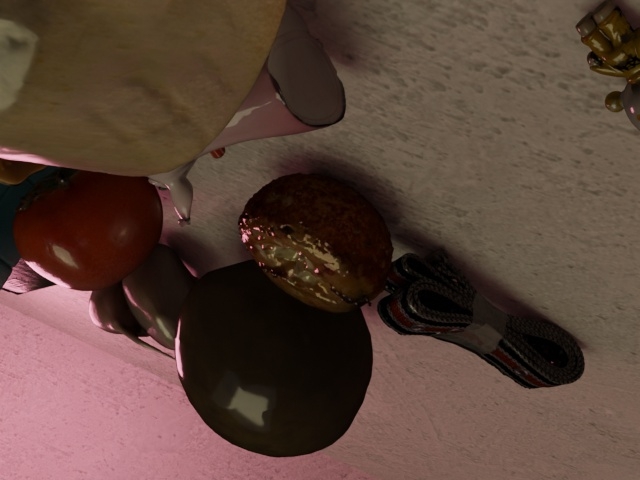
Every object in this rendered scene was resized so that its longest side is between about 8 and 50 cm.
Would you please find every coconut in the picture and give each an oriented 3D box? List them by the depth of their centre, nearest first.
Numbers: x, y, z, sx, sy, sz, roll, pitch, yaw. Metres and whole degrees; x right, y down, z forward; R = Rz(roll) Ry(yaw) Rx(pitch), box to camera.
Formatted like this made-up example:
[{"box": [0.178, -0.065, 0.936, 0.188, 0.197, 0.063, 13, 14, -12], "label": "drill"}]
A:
[{"box": [-0.212, -0.249, 0.715, 0.345, 0.415, 0.415, -22, 130, 37], "label": "coconut"}]

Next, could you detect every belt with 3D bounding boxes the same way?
[{"box": [0.247, 0.134, 1.291, 0.360, 0.126, 0.094, 29, 145, -17], "label": "belt"}]

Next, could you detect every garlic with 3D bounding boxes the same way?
[{"box": [-0.353, 0.150, 1.712, 0.245, 0.232, 0.340, 62, -178, -27], "label": "garlic"}]

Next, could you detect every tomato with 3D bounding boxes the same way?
[{"box": [-0.402, -0.033, 1.464, 0.256, 0.256, 0.224, -6, 125, 51], "label": "tomato"}]

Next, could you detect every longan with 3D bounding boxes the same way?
[{"box": [-0.082, 0.192, 1.480, 0.404, 0.336, 0.404, 45, -179, -1], "label": "longan"}]

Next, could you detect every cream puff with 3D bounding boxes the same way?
[{"box": [0.001, 0.000, 1.225, 0.240, 0.164, 0.240, 24, 145, 19], "label": "cream puff"}]

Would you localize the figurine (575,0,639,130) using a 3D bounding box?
[{"box": [0.291, -0.150, 0.744, 0.101, 0.068, 0.143, -5, 125, 39], "label": "figurine"}]

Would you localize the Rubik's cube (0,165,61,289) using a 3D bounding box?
[{"box": [-0.725, -0.101, 1.562, 0.319, 0.321, 0.316, 5, 147, 38], "label": "Rubik's cube"}]

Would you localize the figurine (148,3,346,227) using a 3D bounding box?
[{"box": [-0.137, -0.158, 0.987, 0.316, 0.284, 0.206, -19, 131, 22], "label": "figurine"}]

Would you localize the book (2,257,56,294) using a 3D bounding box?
[{"box": [-0.585, 0.032, 1.776, 0.371, 0.043, 0.260, -15, 157, 20], "label": "book"}]

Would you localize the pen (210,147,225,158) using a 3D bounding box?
[{"box": [-0.203, -0.199, 1.187, 0.028, 0.028, 0.239, 9, 150, 35], "label": "pen"}]

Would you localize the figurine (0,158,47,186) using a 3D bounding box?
[{"box": [-0.420, -0.220, 1.175, 0.181, 0.208, 0.257, 0, 147, -46], "label": "figurine"}]
